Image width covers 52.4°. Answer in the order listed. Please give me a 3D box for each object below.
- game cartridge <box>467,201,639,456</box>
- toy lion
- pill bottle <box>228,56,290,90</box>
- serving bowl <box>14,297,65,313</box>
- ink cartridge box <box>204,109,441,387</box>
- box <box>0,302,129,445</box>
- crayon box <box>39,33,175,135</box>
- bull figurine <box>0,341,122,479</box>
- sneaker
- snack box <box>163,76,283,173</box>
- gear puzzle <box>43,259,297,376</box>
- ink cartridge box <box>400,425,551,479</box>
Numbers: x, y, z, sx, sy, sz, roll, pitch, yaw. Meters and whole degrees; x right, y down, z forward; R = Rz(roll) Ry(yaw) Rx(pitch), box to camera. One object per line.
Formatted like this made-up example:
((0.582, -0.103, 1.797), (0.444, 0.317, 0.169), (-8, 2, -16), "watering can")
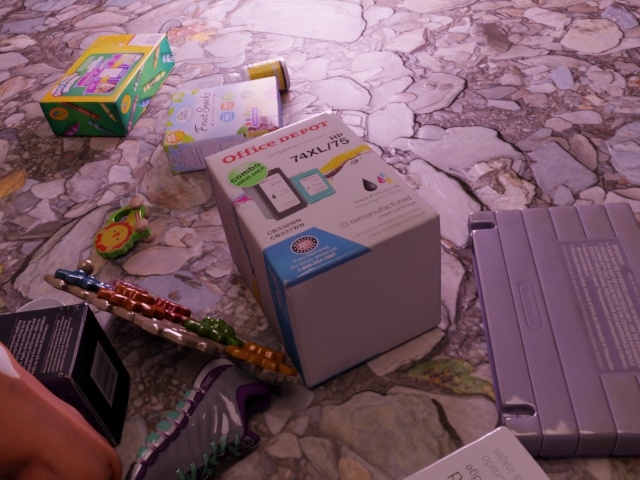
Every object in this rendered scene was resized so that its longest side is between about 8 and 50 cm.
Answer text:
((0.315, 0.092, 0.796), (0.230, 0.068, 0.355), (0, 44, 5), "game cartridge")
((-0.320, -0.016, 1.050), (0.096, 0.034, 0.100), (-24, 44, -3), "toy lion")
((-0.123, -0.323, 1.304), (0.116, 0.065, 0.065), (-16, 44, -6), "pill bottle")
((-0.396, 0.120, 0.920), (0.083, 0.027, 0.083), (-5, 44, 5), "serving bowl")
((0.000, 0.000, 0.847), (0.198, 0.197, 0.270), (-24, 45, -15), "ink cartridge box")
((-0.355, 0.172, 0.769), (0.207, 0.153, 0.108), (-9, 44, 3), "box")
((-0.435, -0.330, 1.357), (0.165, 0.081, 0.279), (3, 45, 14), "crayon box")
((-0.341, 0.166, 0.632), (0.188, 0.310, 0.101), (-40, 9, 14), "bull figurine")
((-0.129, 0.229, 0.720), (0.098, 0.083, 0.224), (15, 48, 18), "sneaker")
((-0.174, -0.214, 1.197), (0.207, 0.070, 0.175), (-10, 44, 2), "snack box")
((-0.176, 0.095, 0.807), (0.338, 0.175, 0.044), (18, 82, 27), "gear puzzle")
((0.060, 0.364, 0.483), (0.384, 0.160, 0.279), (-23, 45, -14), "ink cartridge box")
